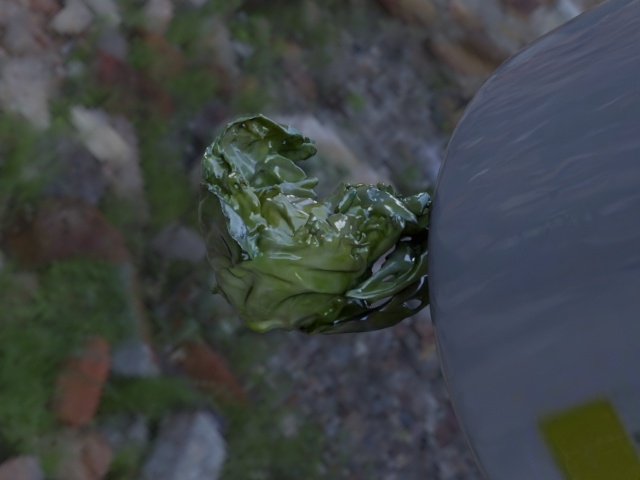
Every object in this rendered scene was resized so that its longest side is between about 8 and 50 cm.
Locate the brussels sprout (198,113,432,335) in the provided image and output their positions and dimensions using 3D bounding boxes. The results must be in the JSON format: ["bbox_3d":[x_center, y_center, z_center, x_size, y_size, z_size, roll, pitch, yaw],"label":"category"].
[{"bbox_3d":[0.000,0.000,0.588,0.085,0.058,0.085,4,32,-2],"label":"brussels sprout"}]

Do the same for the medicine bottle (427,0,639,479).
[{"bbox_3d":[0.207,-0.017,0.477,0.208,0.339,0.208,15,64,-34],"label":"medicine bottle"}]
